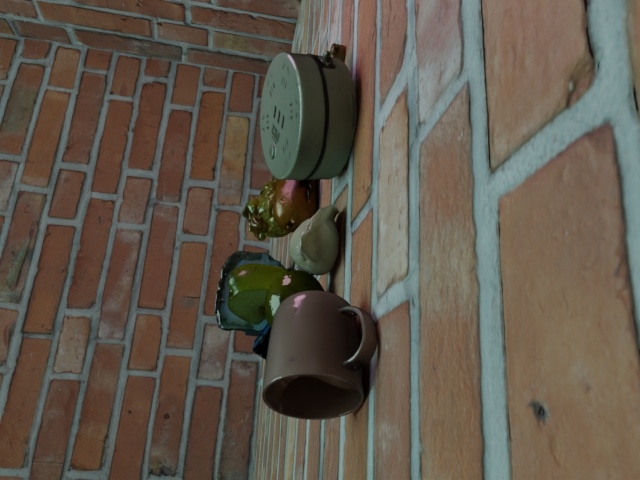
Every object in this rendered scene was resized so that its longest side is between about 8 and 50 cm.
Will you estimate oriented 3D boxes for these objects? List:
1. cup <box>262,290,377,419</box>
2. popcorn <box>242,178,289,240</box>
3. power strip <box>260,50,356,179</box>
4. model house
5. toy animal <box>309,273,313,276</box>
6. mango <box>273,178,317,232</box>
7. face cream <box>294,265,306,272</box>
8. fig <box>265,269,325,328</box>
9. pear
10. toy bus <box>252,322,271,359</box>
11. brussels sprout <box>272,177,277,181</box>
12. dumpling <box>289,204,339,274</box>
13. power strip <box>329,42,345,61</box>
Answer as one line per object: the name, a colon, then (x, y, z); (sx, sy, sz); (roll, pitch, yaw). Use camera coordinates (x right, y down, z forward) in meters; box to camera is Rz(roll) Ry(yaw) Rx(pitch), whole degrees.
cup: (0.008, 0.206, 1.038); (0.253, 0.191, 0.200); (-37, 35, 35)
popcorn: (-0.190, -0.117, 2.189); (0.258, 0.224, 0.270); (-36, 11, 26)
power strip: (-0.043, -0.342, 1.439); (0.357, 0.161, 0.357); (177, 90, -66)
model house: (-0.263, 0.261, 2.428); (0.339, 0.297, 0.360); (41, -132, -63)
toy animal: (-0.051, 0.180, 1.750); (0.217, 0.041, 0.075); (104, -174, -48)
mango: (-0.088, -0.149, 1.870); (0.201, 0.152, 0.287); (93, 178, -47)
face cream: (-0.069, 0.111, 1.908); (0.224, 0.070, 0.114); (-76, 1, -46)
fig: (-0.056, 0.178, 1.408); (0.191, 0.181, 0.181); (33, 121, 47)
pear: (-0.258, 0.189, 2.096); (0.292, 0.292, 0.159); (108, 158, -50)
toy bus: (-0.178, 0.362, 2.047); (0.185, 0.090, 0.106); (-53, 11, 3)
brussels sprout: (-0.153, -0.232, 2.365); (0.161, 0.144, 0.181); (-51, -13, -15)
dumpling: (0.000, 0.000, 1.415); (0.252, 0.131, 0.179); (66, -135, -66)
power strip: (0.033, -0.541, 1.730); (0.305, 0.044, 0.064); (119, 156, -70)
